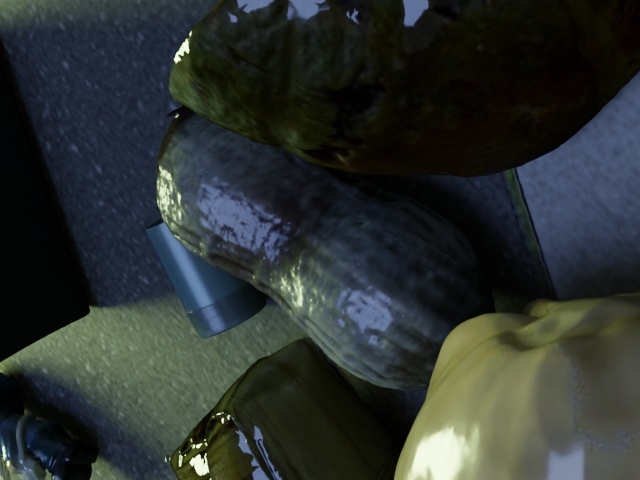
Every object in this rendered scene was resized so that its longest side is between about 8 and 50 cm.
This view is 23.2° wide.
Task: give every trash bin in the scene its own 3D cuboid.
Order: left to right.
[{"bbox_3d":[-0.288,-0.020,1.146,0.115,0.165,0.225,6,118,42],"label":"trash bin"}]

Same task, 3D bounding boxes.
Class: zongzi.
[{"bbox_3d":[-0.008,0.199,1.068,0.221,0.112,0.242,50,147,4],"label":"zongzi"}]

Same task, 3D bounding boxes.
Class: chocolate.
[{"bbox_3d":[0.000,0.000,0.922,0.248,0.110,0.110,33,135,20],"label":"chocolate"}]

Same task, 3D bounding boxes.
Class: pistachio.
[{"bbox_3d":[0.139,0.146,0.819,0.214,0.194,0.318,58,155,36],"label":"pistachio"}]

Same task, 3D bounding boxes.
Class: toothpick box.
[{"bbox_3d":[-0.077,0.018,1.049,0.052,0.052,0.083,-18,101,49],"label":"toothpick box"}]

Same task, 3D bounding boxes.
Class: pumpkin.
[{"bbox_3d":[0.047,-0.090,0.764,0.148,0.169,0.312,54,140,5],"label":"pumpkin"}]

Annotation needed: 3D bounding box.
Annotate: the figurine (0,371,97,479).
[{"bbox_3d":[-0.261,0.160,1.305,0.149,0.086,0.087,18,93,23],"label":"figurine"}]
